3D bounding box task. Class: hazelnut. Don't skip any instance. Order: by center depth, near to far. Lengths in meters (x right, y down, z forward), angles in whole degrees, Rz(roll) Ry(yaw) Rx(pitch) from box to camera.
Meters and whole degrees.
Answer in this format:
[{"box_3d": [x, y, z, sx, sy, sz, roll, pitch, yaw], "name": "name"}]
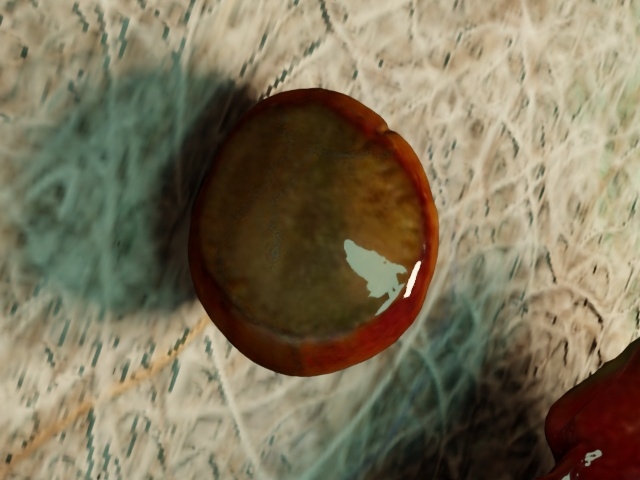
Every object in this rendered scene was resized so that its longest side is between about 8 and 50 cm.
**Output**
[{"box_3d": [0.000, 0.000, 0.599, 0.086, 0.086, 0.086, -22, 123, -39], "name": "hazelnut"}]

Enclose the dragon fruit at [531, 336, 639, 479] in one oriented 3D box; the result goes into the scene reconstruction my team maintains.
[{"box_3d": [0.076, 0.179, 0.757, 0.286, 0.228, 0.329, 81, 20, -74], "name": "dragon fruit"}]
